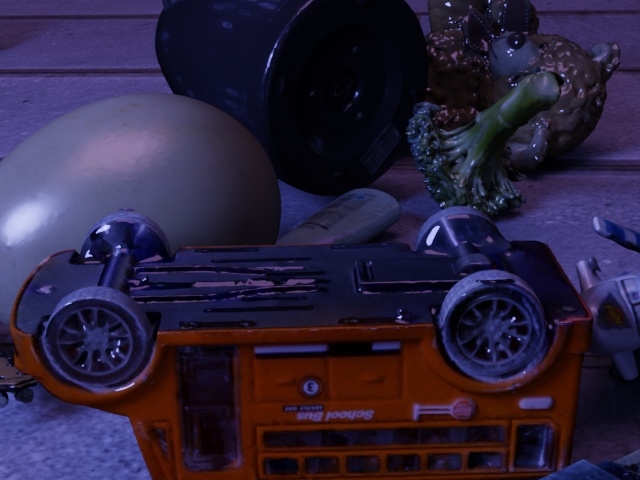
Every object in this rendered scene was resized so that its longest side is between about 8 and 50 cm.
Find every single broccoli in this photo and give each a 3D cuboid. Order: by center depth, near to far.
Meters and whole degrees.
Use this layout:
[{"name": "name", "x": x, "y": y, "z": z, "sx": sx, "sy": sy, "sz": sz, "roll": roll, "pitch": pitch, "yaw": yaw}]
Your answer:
[{"name": "broccoli", "x": 0.161, "y": -0.098, "z": 1.039, "sx": 0.118, "sy": 0.122, "sz": 0.204, "roll": -5, "pitch": -22, "yaw": -20}]

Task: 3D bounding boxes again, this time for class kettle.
[{"name": "kettle", "x": -0.047, "y": -0.164, "z": 1.151, "sx": 0.290, "sy": 0.268, "sz": 0.207, "roll": 25, "pitch": 69, "yaw": 45}]

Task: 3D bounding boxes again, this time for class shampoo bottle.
[{"name": "shampoo bottle", "x": 0.000, "y": 0.000, "z": 0.986, "sx": 0.069, "sy": 0.041, "sz": 0.191, "roll": 10, "pitch": 25, "yaw": 30}]

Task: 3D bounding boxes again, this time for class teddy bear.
[{"name": "teddy bear", "x": 0.204, "y": -0.178, "z": 1.263, "sx": 0.256, "sy": 0.156, "sz": 0.267, "roll": 21, "pitch": 71, "yaw": 45}]

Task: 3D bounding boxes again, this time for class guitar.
[{"name": "guitar", "x": -0.266, "y": 0.072, "z": 0.830, "sx": 0.084, "sy": 0.038, "sz": 0.271, "roll": -15, "pitch": 23, "yaw": -28}]

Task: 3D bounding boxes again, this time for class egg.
[{"name": "egg", "x": -0.148, "y": -0.013, "z": 0.835, "sx": 0.254, "sy": 0.188, "sz": 0.188, "roll": -19, "pitch": 28, "yaw": -30}]

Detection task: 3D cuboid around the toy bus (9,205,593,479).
[{"name": "toy bus", "x": -0.014, "y": 0.070, "z": 0.676, "sx": 0.329, "sy": 0.153, "sz": 0.143, "roll": -1, "pitch": 21, "yaw": -2}]

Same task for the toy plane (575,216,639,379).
[{"name": "toy plane", "x": 0.248, "y": 0.030, "z": 0.795, "sx": 0.107, "sy": 0.182, "sz": 0.273, "roll": -26, "pitch": 7, "yaw": 31}]

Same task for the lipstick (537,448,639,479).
[{"name": "lipstick", "x": 0.204, "y": 0.138, "z": 0.632, "sx": 0.312, "sy": 0.051, "sz": 0.051, "roll": -14, "pitch": 25, "yaw": -33}]
